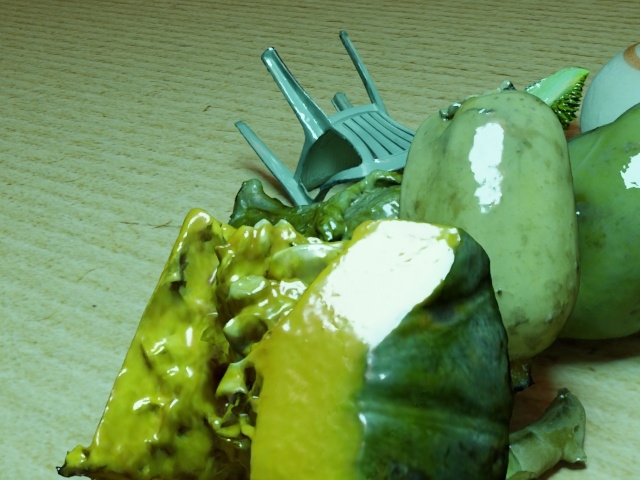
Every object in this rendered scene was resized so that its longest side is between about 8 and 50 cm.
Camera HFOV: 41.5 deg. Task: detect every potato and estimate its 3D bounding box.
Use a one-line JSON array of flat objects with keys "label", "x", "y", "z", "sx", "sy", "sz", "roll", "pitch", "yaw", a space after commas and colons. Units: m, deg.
[{"label": "potato", "x": 0.288, "y": -0.012, "z": 0.853, "sx": 0.351, "sy": 0.202, "sz": 0.218, "roll": -27, "pitch": 54, "yaw": 11}]

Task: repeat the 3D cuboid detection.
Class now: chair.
[{"label": "chair", "x": 0.036, "y": -0.146, "z": 1.159, "sx": 0.203, "sy": 0.190, "sz": 0.274, "roll": -23, "pitch": 63, "yaw": -27}]

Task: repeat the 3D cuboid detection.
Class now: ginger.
[{"label": "ginger", "x": 0.182, "y": 0.174, "z": 0.718, "sx": 0.137, "sy": 0.044, "sz": 0.057, "roll": -21, "pitch": 16, "yaw": -29}]

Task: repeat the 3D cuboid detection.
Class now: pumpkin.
[{"label": "pumpkin", "x": -0.011, "y": 0.109, "z": 0.603, "sx": 0.303, "sy": 0.256, "sz": 0.225, "roll": 8, "pitch": 70, "yaw": 28}]

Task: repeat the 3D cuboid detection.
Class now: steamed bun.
[{"label": "steamed bun", "x": 0.504, "y": -0.189, "z": 1.163, "sx": 0.283, "sy": 0.177, "sz": 0.283, "roll": -3, "pitch": 30, "yaw": 2}]

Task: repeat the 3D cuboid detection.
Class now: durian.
[{"label": "durian", "x": 0.296, "y": -0.170, "z": 1.247, "sx": 0.221, "sy": 0.095, "sz": 0.137, "roll": -25, "pitch": 0, "yaw": -6}]

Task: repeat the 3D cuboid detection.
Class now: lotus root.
[{"label": "lotus root", "x": 0.144, "y": -0.002, "z": 0.734, "sx": 0.146, "sy": 0.284, "sz": 0.160, "roll": 2, "pitch": -13, "yaw": -13}]

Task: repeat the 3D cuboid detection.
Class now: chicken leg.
[{"label": "chicken leg", "x": 0.003, "y": 0.013, "z": 0.954, "sx": 0.361, "sy": 0.140, "sz": 0.211, "roll": -6, "pitch": 35, "yaw": 46}]
